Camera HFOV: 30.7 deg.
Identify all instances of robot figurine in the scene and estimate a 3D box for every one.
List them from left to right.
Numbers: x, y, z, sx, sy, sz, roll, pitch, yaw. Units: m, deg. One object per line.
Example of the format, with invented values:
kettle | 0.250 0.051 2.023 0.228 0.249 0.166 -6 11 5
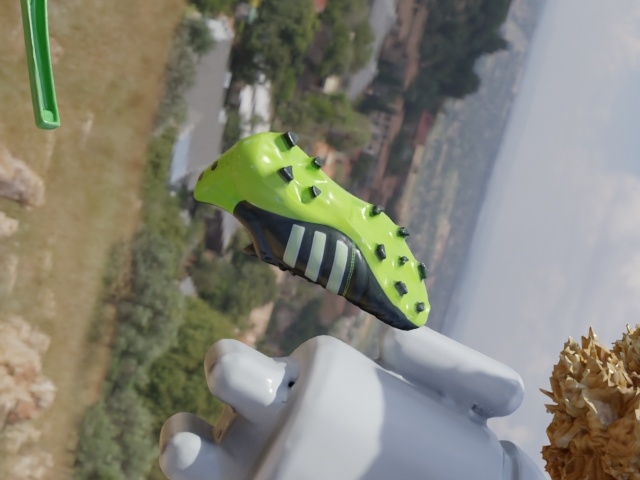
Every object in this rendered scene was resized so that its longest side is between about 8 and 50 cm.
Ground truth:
robot figurine | 0.044 0.212 0.942 0.300 0.353 0.200 -58 -172 2

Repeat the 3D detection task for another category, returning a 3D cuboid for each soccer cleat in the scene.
soccer cleat | 0.000 0.000 0.707 0.179 0.072 0.060 42 41 -33

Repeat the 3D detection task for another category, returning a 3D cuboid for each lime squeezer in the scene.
lime squeezer | -0.164 -0.232 0.749 0.059 0.110 0.310 -2 110 -64

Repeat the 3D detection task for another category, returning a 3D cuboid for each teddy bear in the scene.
teddy bear | 0.202 0.141 0.554 0.113 0.245 0.338 -31 170 26
